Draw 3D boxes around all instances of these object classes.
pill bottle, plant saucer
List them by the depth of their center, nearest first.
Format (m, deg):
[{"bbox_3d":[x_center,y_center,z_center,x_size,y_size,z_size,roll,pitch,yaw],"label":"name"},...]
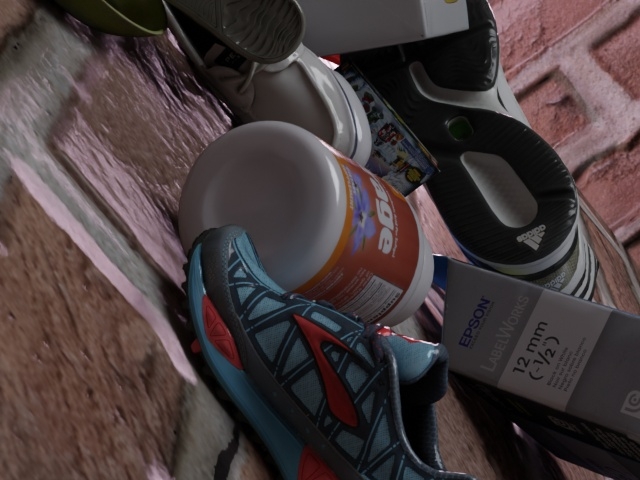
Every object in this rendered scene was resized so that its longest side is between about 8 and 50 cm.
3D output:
[{"bbox_3d":[0.000,0.000,1.277,0.121,0.121,0.216,59,14,23],"label":"pill bottle"},{"bbox_3d":[-0.206,-0.242,1.382,0.241,0.037,0.241,50,14,-17],"label":"plant saucer"}]

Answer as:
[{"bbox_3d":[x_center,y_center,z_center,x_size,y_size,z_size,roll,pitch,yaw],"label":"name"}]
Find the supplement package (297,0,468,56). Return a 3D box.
[{"bbox_3d":[0.015,-0.278,1.735,0.262,0.198,0.199,-32,114,-75],"label":"supplement package"}]

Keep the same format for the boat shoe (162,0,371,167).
[{"bbox_3d":[-0.060,-0.157,1.554,0.267,0.096,0.088,56,17,18],"label":"boat shoe"}]

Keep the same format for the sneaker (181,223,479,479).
[{"bbox_3d":[0.019,0.086,1.101,0.262,0.125,0.104,57,13,17],"label":"sneaker"}]

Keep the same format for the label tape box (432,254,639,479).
[{"bbox_3d":[0.236,0.135,1.699,0.347,0.115,0.249,16,-15,40],"label":"label tape box"}]

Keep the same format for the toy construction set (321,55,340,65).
[{"bbox_3d":[-0.032,-0.360,2.058,0.237,0.257,0.309,18,57,-39],"label":"toy construction set"}]

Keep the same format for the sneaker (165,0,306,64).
[{"bbox_3d":[-0.113,-0.218,1.440,0.222,0.083,0.118,44,-5,-10],"label":"sneaker"}]

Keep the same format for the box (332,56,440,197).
[{"bbox_3d":[0.033,-0.089,1.702,0.137,0.094,0.027,48,14,-20],"label":"box"}]

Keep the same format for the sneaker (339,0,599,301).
[{"bbox_3d":[0.156,-0.079,1.916,0.257,0.169,0.447,63,3,-52],"label":"sneaker"}]
